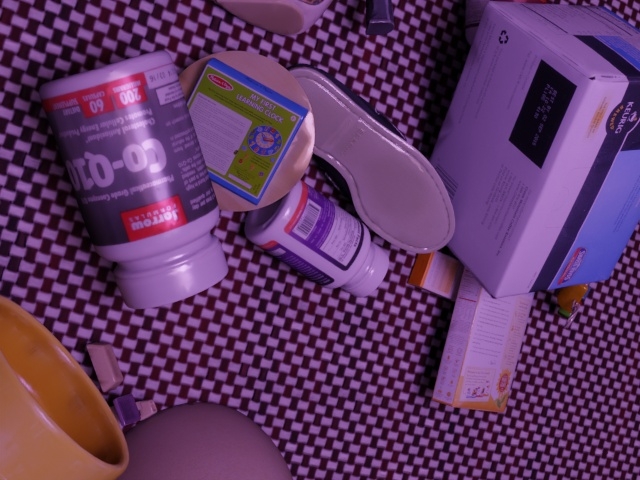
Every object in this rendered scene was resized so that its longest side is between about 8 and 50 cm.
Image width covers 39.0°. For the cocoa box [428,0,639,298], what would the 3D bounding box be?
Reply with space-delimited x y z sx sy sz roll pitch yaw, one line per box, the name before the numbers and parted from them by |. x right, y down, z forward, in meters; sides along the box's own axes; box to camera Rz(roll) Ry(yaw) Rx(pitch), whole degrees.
cocoa box | 0.324 -0.128 1.266 0.228 0.231 0.347 -6 130 -30

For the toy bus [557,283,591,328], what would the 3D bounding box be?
toy bus | 0.404 0.028 1.455 0.191 0.104 0.202 -61 164 10

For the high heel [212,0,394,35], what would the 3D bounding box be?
high heel | -0.027 -0.378 1.228 0.261 0.093 0.186 2 72 -17

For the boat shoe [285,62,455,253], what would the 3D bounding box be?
boat shoe | 0.060 -0.121 1.269 0.340 0.113 0.127 38 109 -19

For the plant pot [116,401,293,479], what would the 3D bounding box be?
plant pot | -0.138 0.372 1.165 0.284 0.191 0.284 -4 98 -28

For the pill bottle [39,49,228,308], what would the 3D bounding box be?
pill bottle | -0.216 -0.072 1.089 0.161 0.161 0.283 -23 106 -25

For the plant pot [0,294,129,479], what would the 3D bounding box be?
plant pot | -0.383 0.226 0.998 0.239 0.254 0.254 -37 112 -3

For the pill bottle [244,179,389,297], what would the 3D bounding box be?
pill bottle | 0.000 0.000 1.248 0.193 0.108 0.108 34 79 -28

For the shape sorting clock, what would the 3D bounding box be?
shape sorting clock | -0.108 -0.140 1.167 0.206 0.040 0.206 1 99 8

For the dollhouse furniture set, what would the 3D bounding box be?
dollhouse furniture set | -0.282 0.191 1.170 0.081 0.091 0.114 -24 83 16

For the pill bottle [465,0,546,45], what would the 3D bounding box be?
pill bottle | 0.278 -0.354 1.356 0.121 0.121 0.221 -4 97 -28

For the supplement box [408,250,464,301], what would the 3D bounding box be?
supplement box | 0.190 0.055 1.399 0.098 0.036 0.062 23 84 -29

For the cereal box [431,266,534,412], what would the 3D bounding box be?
cereal box | 0.261 0.144 1.414 0.173 0.047 0.240 19 85 -49
